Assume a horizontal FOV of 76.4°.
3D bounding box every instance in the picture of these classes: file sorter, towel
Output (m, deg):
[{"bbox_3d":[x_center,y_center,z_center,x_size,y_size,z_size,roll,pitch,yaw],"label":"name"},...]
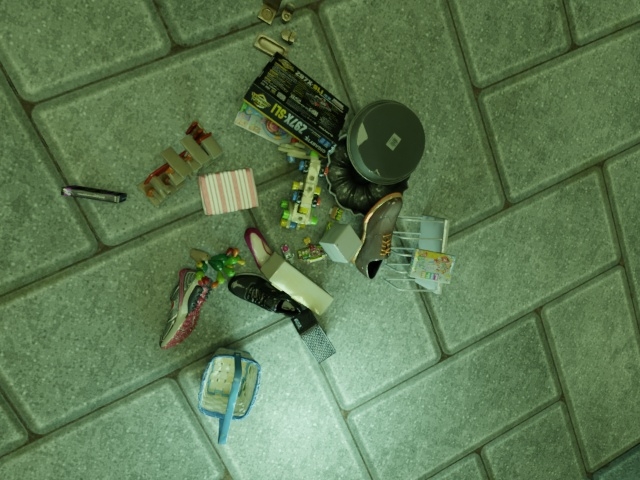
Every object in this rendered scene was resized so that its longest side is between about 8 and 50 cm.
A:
[{"bbox_3d":[0.353,0.045,1.551,0.173,0.193,0.277,2,98,-12],"label":"file sorter"},{"bbox_3d":[-0.322,-0.173,1.435,0.197,0.029,0.144,-11,101,-15],"label":"towel"}]

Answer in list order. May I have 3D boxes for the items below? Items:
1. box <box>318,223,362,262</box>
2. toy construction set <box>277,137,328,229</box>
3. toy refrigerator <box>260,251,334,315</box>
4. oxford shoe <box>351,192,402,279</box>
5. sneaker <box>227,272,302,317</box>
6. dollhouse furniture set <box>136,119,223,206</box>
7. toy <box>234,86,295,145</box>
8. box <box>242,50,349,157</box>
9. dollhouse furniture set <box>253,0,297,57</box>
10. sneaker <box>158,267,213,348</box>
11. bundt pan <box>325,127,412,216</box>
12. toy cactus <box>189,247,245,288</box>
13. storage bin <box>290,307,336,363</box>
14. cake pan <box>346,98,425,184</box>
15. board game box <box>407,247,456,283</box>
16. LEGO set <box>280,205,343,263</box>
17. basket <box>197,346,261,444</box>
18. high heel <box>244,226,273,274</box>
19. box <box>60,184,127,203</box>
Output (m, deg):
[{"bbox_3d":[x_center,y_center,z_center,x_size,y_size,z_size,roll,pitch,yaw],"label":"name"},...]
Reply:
[{"bbox_3d":[0.072,0.009,1.439,0.101,0.087,0.102,-50,120,-24],"label":"box"},{"bbox_3d":[-0.064,-0.189,1.398,0.151,0.215,0.327,-3,98,-11],"label":"toy construction set"},{"bbox_3d":[-0.084,0.161,1.468,0.094,0.102,0.269,-50,123,-2],"label":"toy refrigerator"},{"bbox_3d":[0.221,-0.010,1.445,0.130,0.132,0.363,-11,141,-27],"label":"oxford shoe"},{"bbox_3d":[-0.193,0.199,1.470,0.283,0.124,0.107,21,92,-16],"label":"sneaker"},{"bbox_3d":[-0.450,-0.257,1.288,0.135,0.262,0.259,51,51,-14],"label":"dollhouse furniture set"},{"bbox_3d":[-0.165,-0.420,1.420,0.237,0.056,0.137,22,94,-16],"label":"toy"},{"bbox_3d":[-0.066,-0.452,1.350,0.322,0.257,0.079,33,133,-17],"label":"box"},{"bbox_3d":[-0.148,-0.706,1.345,0.144,0.123,0.151,24,92,-16],"label":"dollhouse furniture set"},{"bbox_3d":[-0.484,0.241,1.423,0.112,0.121,0.299,27,92,13],"label":"sneaker"},{"bbox_3d":[0.162,-0.251,1.492,0.331,0.124,0.331,-2,99,-13],"label":"bundt pan"},{"bbox_3d":[-0.373,0.071,1.396,0.180,0.219,0.112,23,126,19],"label":"toy cactus"},{"bbox_3d":[-0.026,0.356,1.521,0.084,0.122,0.180,-33,119,-7],"label":"storage bin"},{"bbox_3d":[0.237,-0.340,1.406,0.293,0.054,0.293,-2,99,-14],"label":"cake pan"},{"bbox_3d":[0.398,0.091,1.455,0.154,0.026,0.103,10,97,-10],"label":"board game box"},{"bbox_3d":[0.000,0.000,1.498,0.287,0.107,0.132,-37,105,-6],"label":"LEGO set"},{"bbox_3d":[-0.311,0.506,1.401,0.201,0.289,0.254,15,98,-11],"label":"basket"},{"bbox_3d":[-0.195,0.060,1.452,0.082,0.117,0.244,-26,103,-9],"label":"high heel"},{"bbox_3d":[-0.714,-0.147,1.293,0.162,0.116,0.029,7,98,-15],"label":"box"}]
